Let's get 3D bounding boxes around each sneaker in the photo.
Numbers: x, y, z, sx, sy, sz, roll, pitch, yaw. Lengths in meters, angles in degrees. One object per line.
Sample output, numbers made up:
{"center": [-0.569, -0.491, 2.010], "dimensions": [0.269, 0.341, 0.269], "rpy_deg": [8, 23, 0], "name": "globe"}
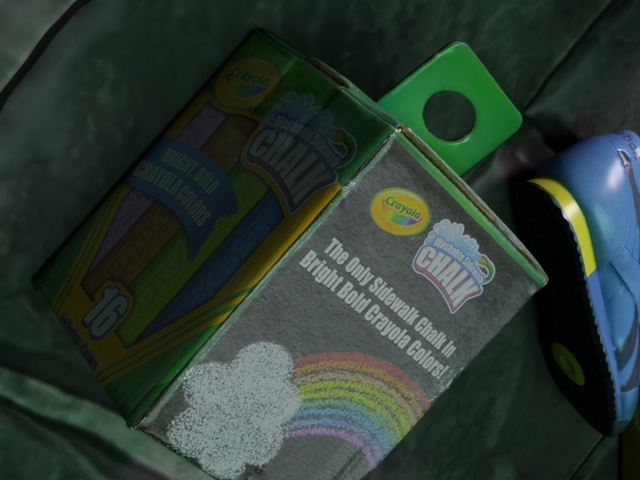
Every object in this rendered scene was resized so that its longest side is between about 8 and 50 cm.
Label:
{"center": [0.173, 0.030, 0.766], "dimensions": [0.082, 0.069, 0.209], "rpy_deg": [-31, 129, -18], "name": "sneaker"}

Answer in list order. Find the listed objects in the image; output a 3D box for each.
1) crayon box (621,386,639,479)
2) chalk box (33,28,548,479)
{"center": [0.326, 0.209, 0.806], "dimensions": [0.106, 0.313, 0.363], "rpy_deg": [-24, 127, -23], "name": "crayon box"}
{"center": [0.000, 0.000, 0.598], "dimensions": [0.213, 0.132, 0.132], "rpy_deg": [-48, 130, 0], "name": "chalk box"}
